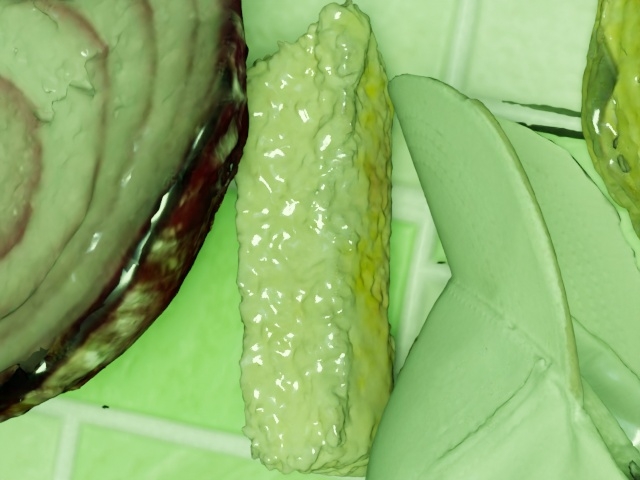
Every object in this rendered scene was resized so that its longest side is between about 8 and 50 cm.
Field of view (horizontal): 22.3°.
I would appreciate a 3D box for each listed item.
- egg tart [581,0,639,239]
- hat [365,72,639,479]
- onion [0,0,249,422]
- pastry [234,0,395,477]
[{"bbox_3d":[0.266,-0.086,0.824,0.279,0.095,0.278,0,91,12],"label":"egg tart"},{"bbox_3d":[0.077,0.066,0.796,0.168,0.258,0.301,-23,77,15],"label":"hat"},{"bbox_3d":[-0.124,-0.055,0.858,0.280,0.146,0.314,-38,50,13],"label":"onion"},{"bbox_3d":[-0.001,0.002,0.861,0.089,0.121,0.258,-5,88,6],"label":"pastry"}]
